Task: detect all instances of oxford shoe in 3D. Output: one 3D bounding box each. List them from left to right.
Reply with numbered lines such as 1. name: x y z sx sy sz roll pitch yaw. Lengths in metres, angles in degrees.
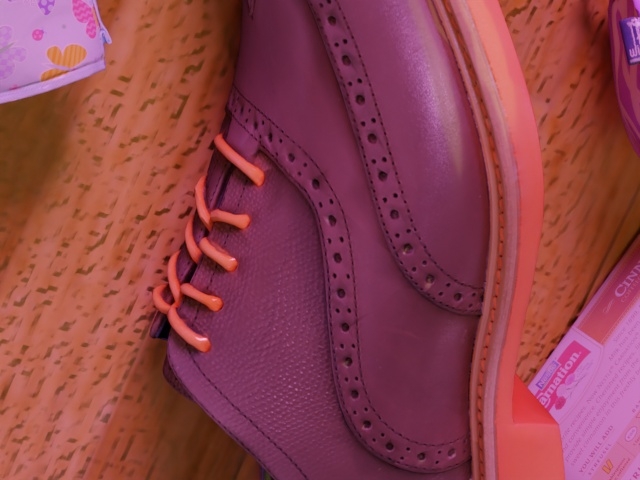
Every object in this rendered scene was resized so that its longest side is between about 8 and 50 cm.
1. oxford shoe: 0.000 0.000 0.497 0.132 0.130 0.364 -16 113 -9

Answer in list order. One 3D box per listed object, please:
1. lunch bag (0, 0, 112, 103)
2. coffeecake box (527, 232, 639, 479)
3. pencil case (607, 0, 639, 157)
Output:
1. lunch bag: -0.116 -0.080 0.457 0.083 0.053 0.071 -17 112 -7
2. coffeecake box: 0.178 0.071 0.561 0.068 0.185 0.142 34 93 -29
3. pencil case: 0.212 -0.090 0.555 0.206 0.086 0.088 -12 74 -2
